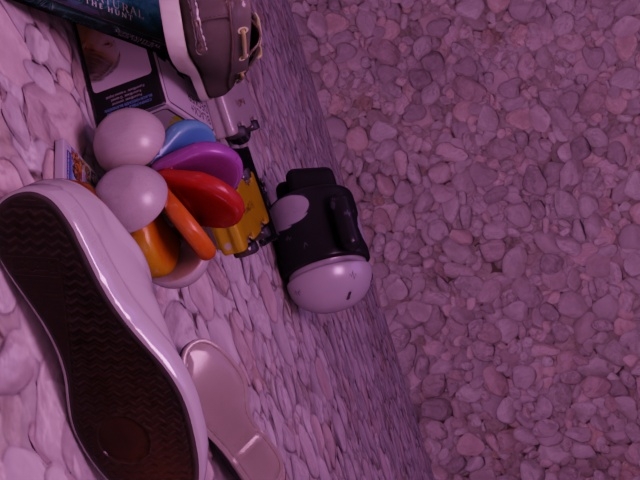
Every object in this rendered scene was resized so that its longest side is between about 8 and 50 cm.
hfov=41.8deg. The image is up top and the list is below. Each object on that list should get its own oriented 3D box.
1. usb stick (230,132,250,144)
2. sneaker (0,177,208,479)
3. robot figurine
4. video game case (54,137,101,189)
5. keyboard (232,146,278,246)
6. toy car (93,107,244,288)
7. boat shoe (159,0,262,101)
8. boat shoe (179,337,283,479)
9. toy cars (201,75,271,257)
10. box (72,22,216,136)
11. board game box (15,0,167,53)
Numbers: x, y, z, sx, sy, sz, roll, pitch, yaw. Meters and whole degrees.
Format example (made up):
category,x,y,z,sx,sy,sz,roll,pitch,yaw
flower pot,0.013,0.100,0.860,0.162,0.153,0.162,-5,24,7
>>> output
category,x,y,z,sx,sy,sz,roll,pitch,yaw
usb stick,-0.179,-0.241,1.378,0.278,0.045,0.077,52,16,-66
sneaker,-0.159,0.079,0.701,0.123,0.106,0.290,-61,132,-74
robot figurine,0.001,0.001,1.593,0.209,0.174,0.278,42,32,-69
video game case,-0.224,-0.032,0.824,0.122,0.011,0.087,60,17,-56
keyboard,-0.119,-0.081,1.515,0.108,0.023,0.180,-31,104,-74
toy car,-0.144,-0.052,0.861,0.159,0.136,0.182,60,16,-53
boat shoe,-0.111,-0.225,0.951,0.305,0.091,0.109,-64,144,-89
boat shoe,-0.114,0.201,0.965,0.065,0.075,0.206,2,-57,54
toy cars,-0.143,-0.116,1.201,0.176,0.087,0.393,61,16,-51
box,-0.224,-0.259,1.003,0.169,0.087,0.289,29,45,-76
board game box,-0.236,-0.276,0.851,0.186,0.026,0.126,11,64,-47
